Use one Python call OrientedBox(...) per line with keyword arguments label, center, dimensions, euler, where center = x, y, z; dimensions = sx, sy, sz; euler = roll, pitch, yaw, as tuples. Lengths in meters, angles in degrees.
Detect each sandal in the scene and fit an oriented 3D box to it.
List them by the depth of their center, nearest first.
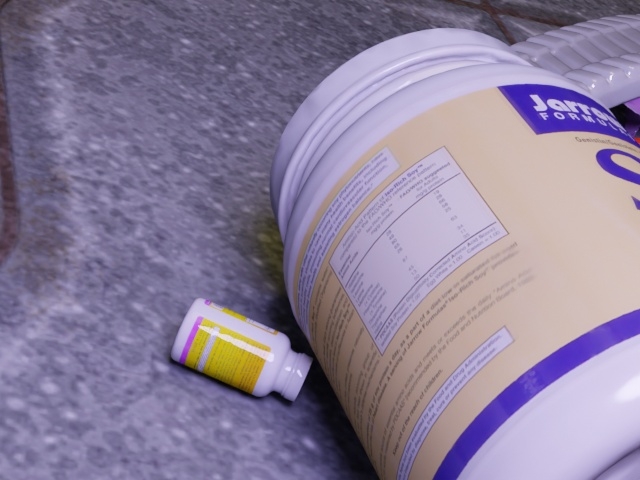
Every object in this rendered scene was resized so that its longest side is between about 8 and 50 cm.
OrientedBox(label="sandal", center=(0.294, -0.154, 1.328), dimensions=(0.416, 0.102, 0.169), euler=(-15, 32, -28))

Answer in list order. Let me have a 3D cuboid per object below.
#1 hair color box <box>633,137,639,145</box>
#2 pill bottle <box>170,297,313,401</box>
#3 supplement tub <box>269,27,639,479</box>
OrientedBox(label="hair color box", center=(0.275, -0.003, 1.084), dimensions=(0.053, 0.093, 0.167), euler=(-1, 38, -32))
OrientedBox(label="pill bottle", center=(-0.048, 0.071, 0.818), dimensions=(0.083, 0.043, 0.043), euler=(24, 32, 1))
OrientedBox(label="supplement tub", center=(0.119, 0.045, 0.775), dimensions=(0.241, 0.241, 0.331), euler=(3, 38, -29))
